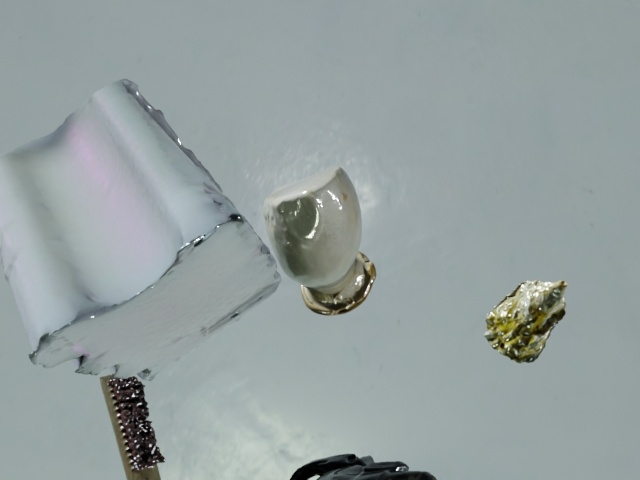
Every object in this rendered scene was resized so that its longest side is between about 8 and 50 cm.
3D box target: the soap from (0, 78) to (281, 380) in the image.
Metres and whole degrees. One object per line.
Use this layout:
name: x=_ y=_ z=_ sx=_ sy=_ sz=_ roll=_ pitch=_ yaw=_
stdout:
soap: x=-0.107 y=0.045 z=0.853 sx=0.159 sy=0.302 sz=0.258 roll=-34 pitch=125 yaw=-3

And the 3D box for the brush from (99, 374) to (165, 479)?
brush: x=-0.178 y=0.255 z=1.225 sx=0.036 sy=0.043 sz=0.248 roll=-33 pitch=70 yaw=51

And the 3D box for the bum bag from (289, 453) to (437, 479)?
bum bag: x=0.018 y=0.192 z=0.816 sx=0.102 sy=0.248 sz=0.069 roll=-24 pitch=93 yaw=-13

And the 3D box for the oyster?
oyster: x=0.307 y=0.119 z=1.734 sx=0.146 sy=0.045 sz=0.122 roll=-15 pitch=112 yaw=18

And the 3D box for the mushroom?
mushroom: x=0.000 y=0.000 z=1.526 sx=0.128 sy=0.350 sz=0.128 roll=-4 pitch=65 yaw=9
